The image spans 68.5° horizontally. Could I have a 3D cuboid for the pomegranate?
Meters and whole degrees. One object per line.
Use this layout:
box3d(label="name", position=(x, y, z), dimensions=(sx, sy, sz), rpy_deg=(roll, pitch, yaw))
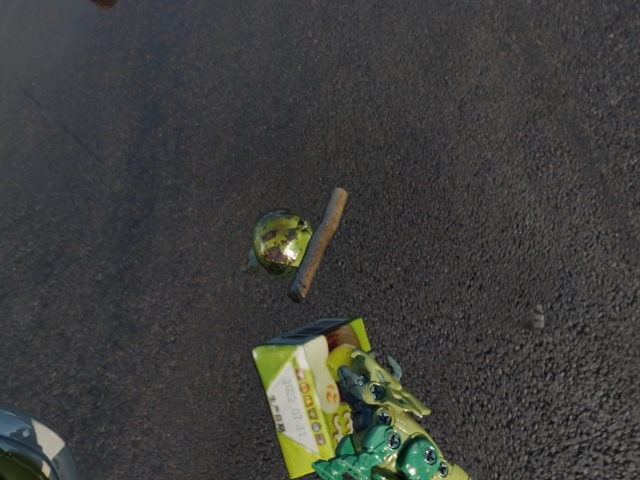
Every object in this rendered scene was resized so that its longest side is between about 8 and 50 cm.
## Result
box3d(label="pomegranate", position=(-0.148, 0.020, 1.468), dimensions=(0.277, 0.204, 0.222), rpy_deg=(-15, 51, 10))

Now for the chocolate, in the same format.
box3d(label="chocolate", position=(0.016, 0.335, 1.081), dimensions=(0.137, 0.301, 0.288), rpy_deg=(-20, 85, 36))

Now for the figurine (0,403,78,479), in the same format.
box3d(label="figurine", position=(-0.243, 0.289, 0.346), dimensions=(0.382, 0.205, 0.224), rpy_deg=(31, 91, 27))

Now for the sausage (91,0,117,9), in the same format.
box3d(label="sausage", position=(-0.429, -0.468, 0.812), dimensions=(0.078, 0.304, 0.078), rpy_deg=(1, 99, 5))

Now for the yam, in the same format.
box3d(label="yam", position=(0.000, 0.000, 0.947), dimensions=(0.045, 0.045, 0.327), rpy_deg=(17, 43, 6))

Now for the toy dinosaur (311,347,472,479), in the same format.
box3d(label="toy dinosaur", position=(0.101, 0.253, 0.540), dimensions=(0.259, 0.094, 0.153), rpy_deg=(47, 49, 3))
